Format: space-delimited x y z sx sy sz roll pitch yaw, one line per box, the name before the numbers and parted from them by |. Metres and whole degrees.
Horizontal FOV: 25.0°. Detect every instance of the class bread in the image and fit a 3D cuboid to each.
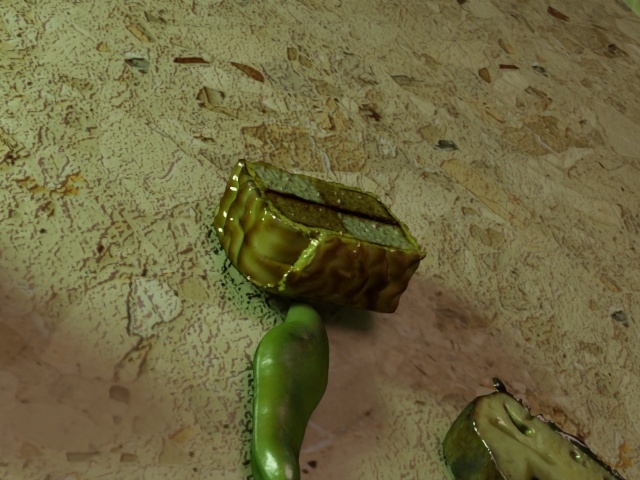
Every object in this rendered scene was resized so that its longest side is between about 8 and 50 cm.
bread | 0.000 0.000 1.577 0.222 0.096 0.181 12 25 -35

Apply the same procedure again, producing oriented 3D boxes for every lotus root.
lotus root | 0.242 0.269 1.504 0.261 0.074 0.170 40 32 3

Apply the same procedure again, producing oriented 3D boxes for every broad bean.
broad bean | -0.032 0.162 1.394 0.075 0.067 0.325 0 38 3
